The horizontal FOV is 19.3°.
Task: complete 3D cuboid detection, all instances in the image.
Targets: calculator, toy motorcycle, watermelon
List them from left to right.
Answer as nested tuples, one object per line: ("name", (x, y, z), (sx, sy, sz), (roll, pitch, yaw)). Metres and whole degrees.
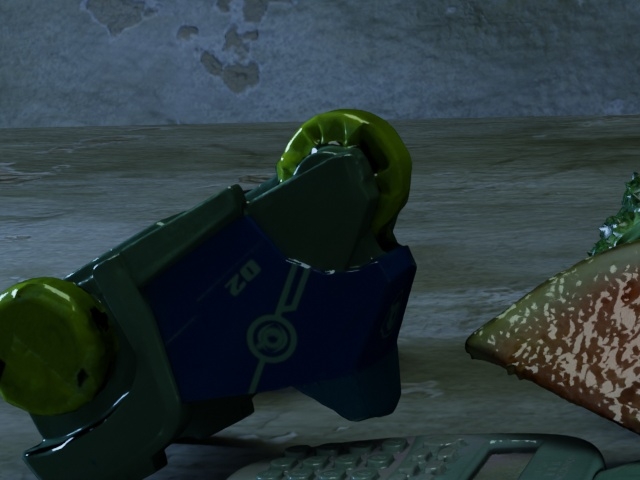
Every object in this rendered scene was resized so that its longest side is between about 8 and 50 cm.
("toy motorcycle", (-0.053, 0.056, 1.296), (0.326, 0.200, 0.191), (-27, -1, 26))
("calculator", (0.078, 0.161, 1.190), (0.295, 0.042, 0.184), (-2, 10, 19))
("watermelon", (0.264, 0.102, 1.231), (0.303, 0.128, 0.159), (26, 64, 36))

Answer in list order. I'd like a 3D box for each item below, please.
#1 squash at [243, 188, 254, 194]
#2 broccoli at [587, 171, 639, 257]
("squash", (-0.023, 0.032, 1.600), (0.193, 0.156, 0.193), (11, -29, 6))
("broccoli", (0.343, 0.004, 1.390), (0.308, 0.275, 0.308), (3, 40, -2))
